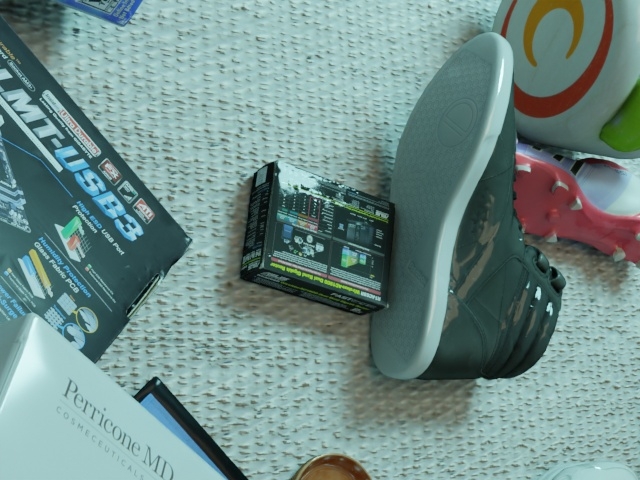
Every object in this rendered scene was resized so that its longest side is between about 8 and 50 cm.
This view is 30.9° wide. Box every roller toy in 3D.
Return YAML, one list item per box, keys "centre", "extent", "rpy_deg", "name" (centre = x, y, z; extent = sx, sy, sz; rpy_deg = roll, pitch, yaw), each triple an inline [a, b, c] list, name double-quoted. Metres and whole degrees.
- centre: [0.264, -0.177, 1.064]
  extent: [0.146, 0.191, 0.209]
  rpy_deg: [7, 86, -33]
  name: "roller toy"

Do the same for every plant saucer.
- centre: [0.009, 0.205, 0.885]
  extent: [0.083, 0.013, 0.083]
  rpy_deg: [10, 71, -32]
  name: "plant saucer"

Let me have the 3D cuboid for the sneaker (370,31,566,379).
- centre: [0.141, -0.017, 0.976]
  extent: [0.147, 0.104, 0.296]
  rpy_deg: [17, 82, -33]
  name: "sneaker"

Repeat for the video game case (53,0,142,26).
- centre: [-0.153, -0.285, 0.716]
  extent: [0.244, 0.269, 0.061]
  rpy_deg: [13, 29, -52]
  name: "video game case"

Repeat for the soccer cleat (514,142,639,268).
- centre: [0.234, -0.047, 1.087]
  extent: [0.248, 0.083, 0.095]
  rpy_deg: [19, 44, -27]
  name: "soccer cleat"

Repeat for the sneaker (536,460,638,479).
- centre: [0.205, 0.246, 0.945]
  extent: [0.232, 0.115, 0.090]
  rpy_deg: [-23, 90, -37]
  name: "sneaker"

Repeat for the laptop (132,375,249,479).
- centre: [-0.092, 0.252, 0.720]
  extent: [0.136, 0.264, 0.234]
  rpy_deg: [-38, 102, 6]
  name: "laptop"

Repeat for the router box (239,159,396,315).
- centre: [0.000, 0.000, 0.924]
  extent: [0.122, 0.038, 0.092]
  rpy_deg: [19, 65, -29]
  name: "router box"

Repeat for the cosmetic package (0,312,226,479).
- centre: [-0.086, 0.262, 0.561]
  extent: [0.377, 0.097, 0.284]
  rpy_deg: [50, 38, -33]
  name: "cosmetic package"

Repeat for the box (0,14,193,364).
- centre: [-0.242, -0.026, 0.681]
  extent: [0.295, 0.073, 0.293]
  rpy_deg: [51, 30, -13]
  name: "box"
